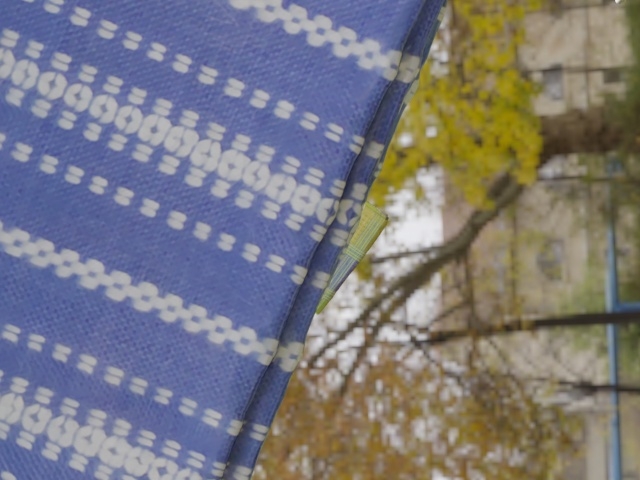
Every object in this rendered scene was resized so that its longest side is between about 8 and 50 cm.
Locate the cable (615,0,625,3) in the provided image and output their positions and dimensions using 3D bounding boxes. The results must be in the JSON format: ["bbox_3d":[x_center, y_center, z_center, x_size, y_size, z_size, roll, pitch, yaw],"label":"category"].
[{"bbox_3d":[0.252,-0.211,0.766,0.139,0.287,0.072,18,-117,-37],"label":"cable"}]

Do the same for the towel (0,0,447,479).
[{"bbox_3d":[-0.123,0.003,0.319,0.040,0.243,0.336,-121,54,-81],"label":"towel"}]

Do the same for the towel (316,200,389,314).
[{"bbox_3d":[0.000,0.000,0.883,0.083,0.060,0.009,-55,-2,-3],"label":"towel"}]
